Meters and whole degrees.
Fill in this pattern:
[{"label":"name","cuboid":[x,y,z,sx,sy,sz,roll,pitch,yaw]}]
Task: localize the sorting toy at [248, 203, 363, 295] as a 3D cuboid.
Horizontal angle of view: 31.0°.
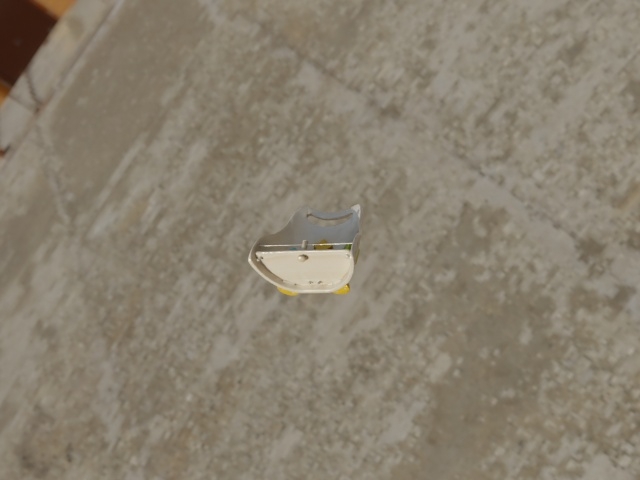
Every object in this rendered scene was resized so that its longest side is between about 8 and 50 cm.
[{"label":"sorting toy","cuboid":[0.000,0.000,0.864,0.083,0.045,0.075,-1,46,23]}]
